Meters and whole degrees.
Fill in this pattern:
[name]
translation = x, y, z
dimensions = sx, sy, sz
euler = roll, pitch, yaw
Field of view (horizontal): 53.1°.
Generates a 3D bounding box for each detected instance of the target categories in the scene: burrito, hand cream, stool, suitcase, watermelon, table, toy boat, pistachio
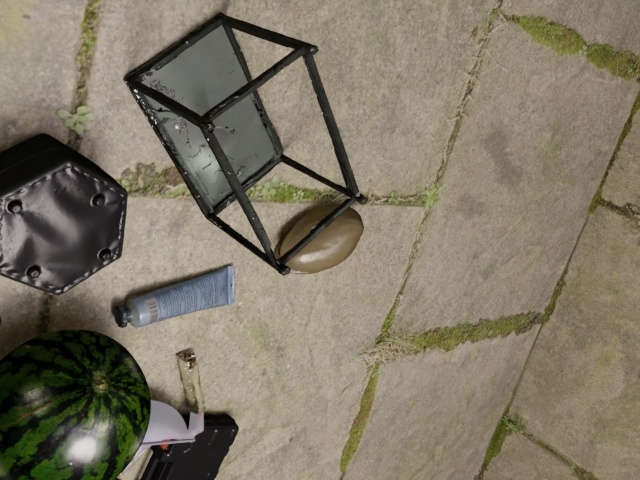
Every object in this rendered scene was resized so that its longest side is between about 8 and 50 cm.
[burrito]
translation = -0.288, 0.323, 1.433
dimensions = 0.045, 0.041, 0.185
euler = -73, 164, -57
[hand cream]
translation = -0.285, 0.122, 1.303
dimensions = 0.272, 0.058, 0.091
euler = -15, 112, -42
[stool]
translation = -0.424, -0.040, 1.001
dimensions = 0.232, 0.141, 0.232
euler = -23, 127, -33
[suitcase]
translation = -0.327, 0.541, 1.507
dimensions = 0.206, 0.066, 0.285
euler = 18, 101, -47
[watermelon]
translation = -0.437, 0.294, 1.094
dimensions = 0.285, 0.285, 0.285
euler = -23, 128, -33
[table]
translation = -0.119, -0.169, 1.114
dimensions = 0.222, 0.272, 0.335
euler = -42, 136, -18
[toy boat]
translation = -0.391, 0.379, 1.312
dimensions = 0.319, 0.072, 0.219
euler = -16, 116, -25
[pistachio]
translation = 0.000, 0.000, 1.453
dimensions = 0.226, 0.136, 0.135
euler = -29, 132, -18

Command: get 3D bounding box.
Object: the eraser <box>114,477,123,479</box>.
[eraser]
translation = -0.479, 0.599, 1.228
dimensions = 0.332, 0.102, 0.154
euler = -75, -175, -80
